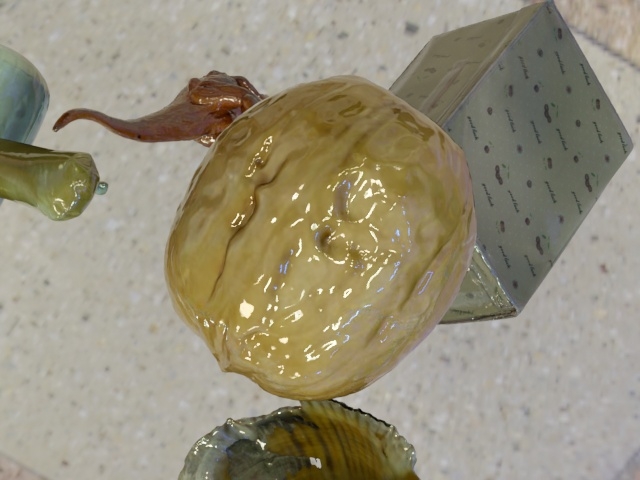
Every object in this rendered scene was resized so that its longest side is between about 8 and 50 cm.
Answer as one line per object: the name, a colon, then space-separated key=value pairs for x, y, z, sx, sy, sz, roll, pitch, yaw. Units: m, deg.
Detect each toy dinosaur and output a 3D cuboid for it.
toy dinosaur: x=-0.126 y=-0.149 z=1.793 sx=0.208 sy=0.432 sz=0.097 roll=24 pitch=106 yaw=15

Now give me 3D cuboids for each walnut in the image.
walnut: x=0.000 y=0.000 z=0.997 sx=0.195 sy=0.195 sz=0.221 roll=35 pitch=83 yaw=-8

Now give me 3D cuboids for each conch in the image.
conch: x=-0.018 y=0.213 z=1.127 sx=0.245 sy=0.163 sz=0.178 roll=-21 pitch=84 yaw=24

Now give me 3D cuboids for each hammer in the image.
hammer: x=-0.246 y=-0.058 z=1.124 sx=0.113 sy=0.202 sz=0.305 roll=29 pitch=169 yaw=-36

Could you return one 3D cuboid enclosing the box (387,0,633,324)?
box: x=0.176 y=-0.086 z=1.651 sx=0.190 sy=0.297 sz=0.225 roll=-8 pitch=124 yaw=49
